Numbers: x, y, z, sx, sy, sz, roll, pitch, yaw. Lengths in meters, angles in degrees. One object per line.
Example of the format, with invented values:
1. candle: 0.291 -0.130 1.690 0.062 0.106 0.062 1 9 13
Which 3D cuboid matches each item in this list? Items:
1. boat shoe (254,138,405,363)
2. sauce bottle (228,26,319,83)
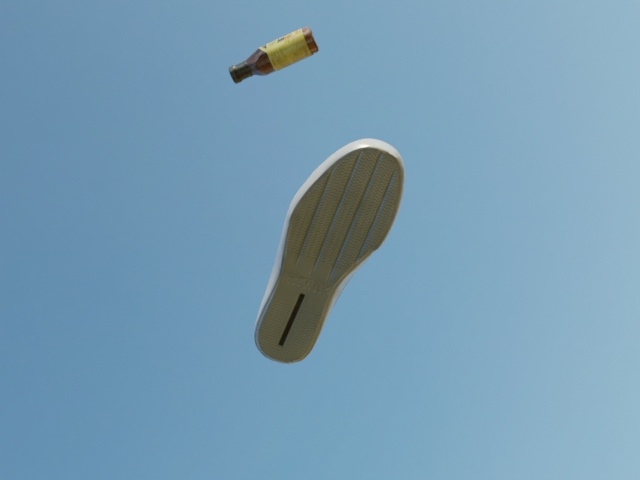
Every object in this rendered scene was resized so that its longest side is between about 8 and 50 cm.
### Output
1. boat shoe: 0.000 0.000 0.857 0.226 0.083 0.076 -58 10 27
2. sauce bottle: -0.066 -0.255 1.393 0.128 0.042 0.042 -22 -49 6
